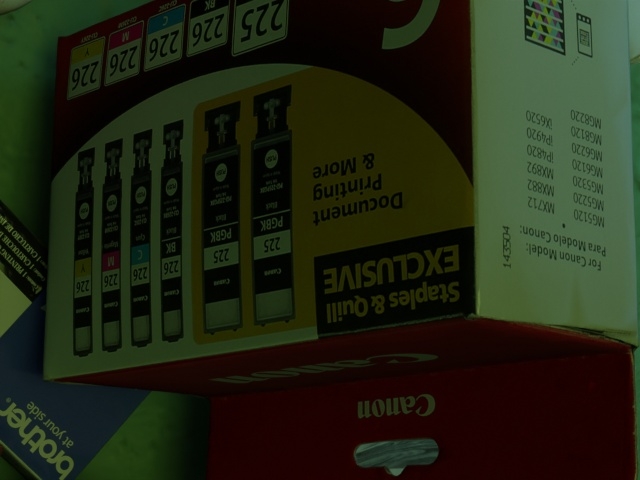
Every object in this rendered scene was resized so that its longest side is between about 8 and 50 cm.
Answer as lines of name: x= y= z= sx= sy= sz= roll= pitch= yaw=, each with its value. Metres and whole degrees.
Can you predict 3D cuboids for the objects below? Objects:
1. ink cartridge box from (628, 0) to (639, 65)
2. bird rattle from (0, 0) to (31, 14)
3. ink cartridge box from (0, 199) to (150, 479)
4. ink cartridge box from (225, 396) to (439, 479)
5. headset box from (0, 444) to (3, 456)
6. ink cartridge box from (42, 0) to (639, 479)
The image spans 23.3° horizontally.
ink cartridge box: x=0.192 y=-0.295 z=1.051 sx=0.226 sy=0.131 sz=0.306 roll=-29 pitch=109 yaw=-29
bird rattle: x=-0.191 y=-0.190 z=0.806 sx=0.207 sy=0.143 sz=0.253 roll=-16 pitch=98 yaw=-57
ink cartridge box: x=-0.190 y=0.039 z=0.870 sx=0.097 sy=0.046 sz=0.207 roll=-49 pitch=117 yaw=-20
ink cartridge box: x=0.030 y=0.143 z=0.924 sx=0.092 sy=0.159 sz=0.217 roll=38 pitch=55 yaw=-64
headset box: x=-0.207 y=0.137 z=0.855 sx=0.032 sy=0.062 sz=0.083 roll=16 pitch=85 yaw=-33
ink cartridge box: x=0.000 y=0.000 z=0.796 sx=0.130 sy=0.309 sz=0.271 roll=12 pitch=72 yaw=-44
